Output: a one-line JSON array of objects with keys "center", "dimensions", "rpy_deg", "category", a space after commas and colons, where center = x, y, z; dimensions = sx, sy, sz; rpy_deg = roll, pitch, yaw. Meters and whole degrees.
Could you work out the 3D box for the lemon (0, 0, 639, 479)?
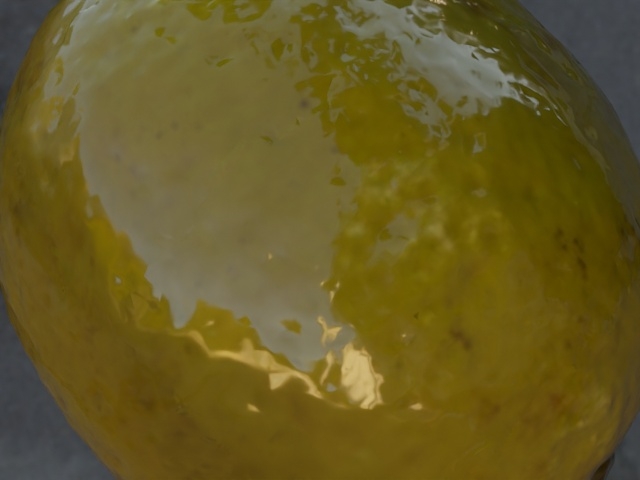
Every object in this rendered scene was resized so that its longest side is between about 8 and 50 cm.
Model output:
[{"center": [0.000, 0.000, 0.479], "dimensions": [0.170, 0.170, 0.207], "rpy_deg": [-35, 74, -34], "category": "lemon"}]
